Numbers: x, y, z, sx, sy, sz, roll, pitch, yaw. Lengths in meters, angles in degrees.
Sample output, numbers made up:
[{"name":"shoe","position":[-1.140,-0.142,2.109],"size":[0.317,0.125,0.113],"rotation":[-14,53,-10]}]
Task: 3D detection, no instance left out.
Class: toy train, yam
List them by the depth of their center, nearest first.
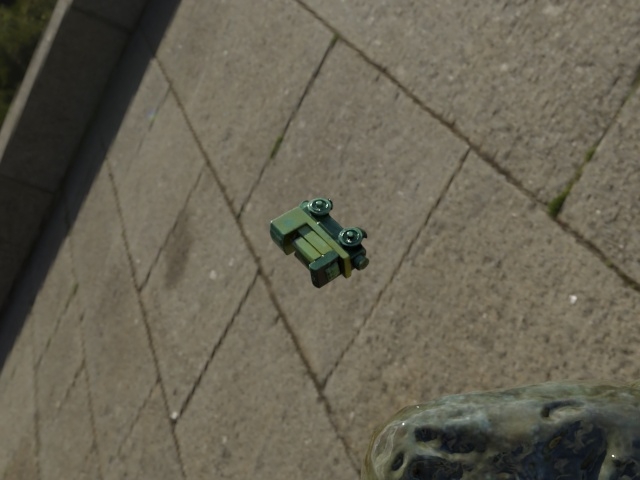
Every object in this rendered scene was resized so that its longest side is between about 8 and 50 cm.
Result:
[{"name":"yam","position":[0.186,0.130,0.488],"size":[0.133,0.330,0.133],"rotation":[0,-90,-85]},{"name":"toy train","position":[0.000,0.000,1.050],"size":[0.122,0.081,0.050],"rotation":[46,154,36]}]
